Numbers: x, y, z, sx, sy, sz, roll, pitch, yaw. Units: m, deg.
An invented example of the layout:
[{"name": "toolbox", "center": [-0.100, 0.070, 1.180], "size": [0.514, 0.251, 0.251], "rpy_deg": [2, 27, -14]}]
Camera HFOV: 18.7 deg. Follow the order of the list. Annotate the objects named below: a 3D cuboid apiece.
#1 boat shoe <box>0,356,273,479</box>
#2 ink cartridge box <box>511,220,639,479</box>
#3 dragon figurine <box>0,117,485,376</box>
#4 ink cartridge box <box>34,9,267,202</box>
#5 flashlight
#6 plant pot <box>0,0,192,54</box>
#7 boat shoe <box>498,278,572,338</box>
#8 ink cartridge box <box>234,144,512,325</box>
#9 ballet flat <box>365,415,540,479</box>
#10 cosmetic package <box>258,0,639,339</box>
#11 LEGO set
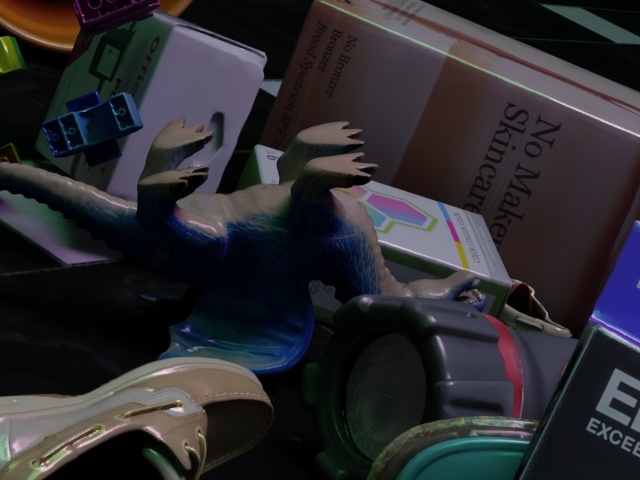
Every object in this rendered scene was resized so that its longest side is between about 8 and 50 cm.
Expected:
[{"name": "boat shoe", "center": [-0.079, 0.092, 0.797], "size": [0.170, 0.063, 0.059], "rpy_deg": [-10, 37, -43]}, {"name": "ink cartridge box", "center": [0.170, 0.122, 0.738], "size": [0.206, 0.208, 0.045], "rpy_deg": [28, -16, -1]}, {"name": "dragon figurine", "center": [-0.047, 0.018, 1.001], "size": [0.289, 0.144, 0.085], "rpy_deg": [-2, 24, -10]}, {"name": "ink cartridge box", "center": [-0.102, -0.079, 1.134], "size": [0.063, 0.109, 0.150], "rpy_deg": [20, 5, -26]}, {"name": "flashlight", "center": [0.131, 0.091, 0.992], "size": [0.304, 0.103, 0.103], "rpy_deg": [12, -10, -41]}, {"name": "plant pot", "center": [-0.196, -0.247, 1.466], "size": [0.205, 0.205, 0.188], "rpy_deg": [16, 3, -19]}, {"name": "boat shoe", "center": [0.118, 0.047, 1.187], "size": [0.049, 0.043, 0.137], "rpy_deg": [14, 17, -17]}, {"name": "ink cartridge box", "center": [0.000, 0.000, 1.151], "size": [0.209, 0.062, 0.109], "rpy_deg": [18, 19, -12]}, {"name": "ballet flat", "center": [0.172, 0.166, 0.814], "size": [0.348, 0.123, 0.123], "rpy_deg": [20, 17, -5]}, {"name": "cosmetic package", "center": [0.116, -0.049, 1.295], "size": [0.296, 0.153, 0.129], "rpy_deg": [22, 19, 5]}, {"name": "LEGO set", "center": [-0.173, -0.067, 1.061], "size": [0.227, 0.087, 0.093], "rpy_deg": [-21, 0, 5]}]
